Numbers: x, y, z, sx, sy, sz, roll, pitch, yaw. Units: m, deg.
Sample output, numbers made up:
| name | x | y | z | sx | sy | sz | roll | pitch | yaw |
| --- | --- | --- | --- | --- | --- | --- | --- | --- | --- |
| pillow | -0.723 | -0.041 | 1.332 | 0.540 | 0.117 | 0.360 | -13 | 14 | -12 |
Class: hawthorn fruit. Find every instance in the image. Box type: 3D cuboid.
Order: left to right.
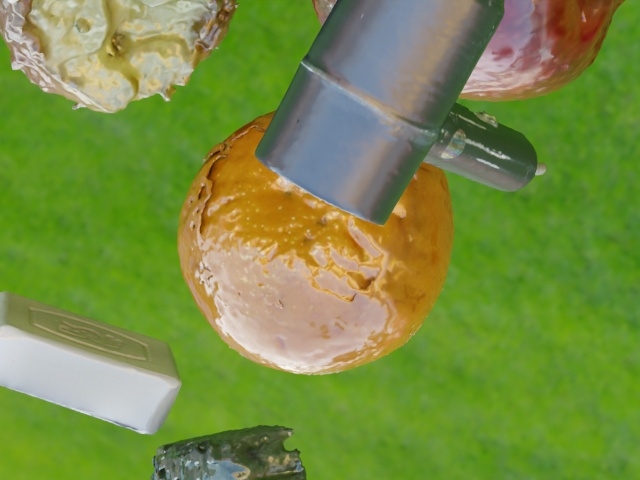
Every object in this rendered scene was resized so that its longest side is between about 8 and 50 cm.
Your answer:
| name | x | y | z | sx | sy | sz | roll | pitch | yaw |
| --- | --- | --- | --- | --- | --- | --- | --- | --- | --- |
| hawthorn fruit | 0.104 | -0.239 | 1.533 | 0.300 | 0.275 | 0.275 | -5 | 149 | 4 |

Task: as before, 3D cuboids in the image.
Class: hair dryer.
| name | x | y | z | sx | sy | sz | roll | pitch | yaw |
| --- | --- | --- | --- | --- | --- | --- | --- | --- | --- |
| hair dryer | 0.065 | -0.062 | 0.948 | 0.071 | 0.124 | 0.219 | 35 | -172 | 32 |

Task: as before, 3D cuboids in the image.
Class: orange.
| name | x | y | z | sx | sy | sz | roll | pitch | yaw |
| --- | --- | --- | --- | --- | --- | --- | --- | --- | --- |
| orange | 0.000 | 0.000 | 1.333 | 0.193 | 0.193 | 0.161 | 25 | 166 | 13 |

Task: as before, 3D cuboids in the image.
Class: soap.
| name | x | y | z | sx | sy | sz | roll | pitch | yaw |
| --- | --- | --- | --- | --- | --- | --- | --- | --- | --- |
| soap | -0.232 | 0.117 | 1.869 | 0.183 | 0.063 | 0.121 | 19 | -167 | -14 |

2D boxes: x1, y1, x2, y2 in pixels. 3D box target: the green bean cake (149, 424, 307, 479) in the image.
| name | x | y | z | sx | sy | sz | roll | pitch | yaw |
| --- | --- | --- | --- | --- | --- | --- | --- | --- | --- |
| green bean cake | -0.082 | 0.270 | 1.825 | 0.173 | 0.094 | 0.181 | -11 | 89 | 59 |

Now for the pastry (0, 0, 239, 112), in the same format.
| name | x | y | z | sx | sy | sz | roll | pitch | yaw |
| --- | --- | --- | --- | --- | --- | --- | --- | --- | --- |
| pastry | -0.224 | -0.339 | 1.928 | 0.405 | 0.292 | 0.337 | 76 | 173 | -61 |
